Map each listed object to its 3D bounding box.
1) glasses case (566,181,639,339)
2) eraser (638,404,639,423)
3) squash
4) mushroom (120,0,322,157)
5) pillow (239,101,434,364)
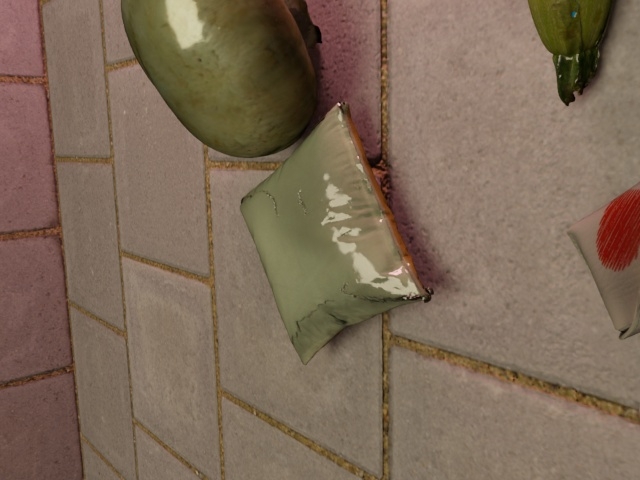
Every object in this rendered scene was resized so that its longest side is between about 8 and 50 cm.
[{"bbox_3d":[0.336,-0.034,0.473,0.308,0.083,0.128,-51,59,42],"label":"glasses case"},{"bbox_3d":[0.354,0.208,0.558,0.065,0.026,0.105,-3,94,46],"label":"eraser"},{"bbox_3d":[0.241,-0.304,0.546,0.094,0.094,0.341,13,107,47],"label":"squash"},{"bbox_3d":[-0.127,-0.285,0.827,0.352,0.260,0.352,62,178,5],"label":"mushroom"},{"bbox_3d":[0.000,0.000,0.853,0.312,0.119,0.310,-37,71,45],"label":"pillow"}]
